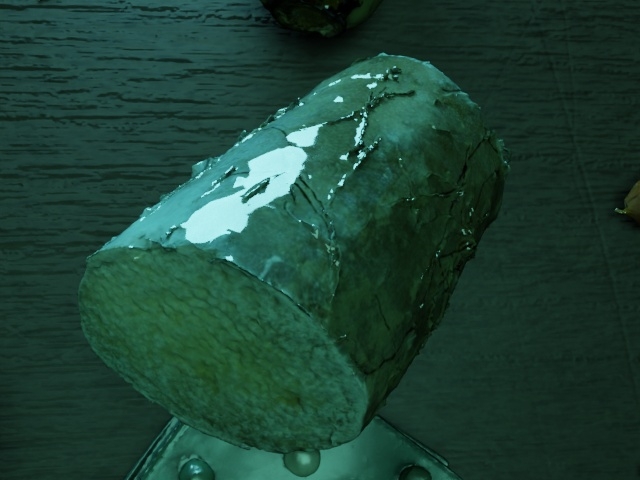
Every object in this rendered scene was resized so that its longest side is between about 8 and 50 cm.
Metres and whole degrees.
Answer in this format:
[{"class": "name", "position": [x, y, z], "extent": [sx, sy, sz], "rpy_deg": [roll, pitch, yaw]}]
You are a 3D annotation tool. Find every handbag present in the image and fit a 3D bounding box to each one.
[{"class": "handbag", "position": [-0.037, 0.254, 0.743], "extent": [0.274, 0.100, 0.268], "rpy_deg": [38, 80, -1]}]

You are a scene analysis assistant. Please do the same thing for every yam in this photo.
[{"class": "yam", "position": [0.000, 0.000, 0.674], "extent": [0.241, 0.241, 0.348], "rpy_deg": [43, 54, 0]}]

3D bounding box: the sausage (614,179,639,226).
[{"class": "sausage", "position": [0.401, -0.065, 0.854], "extent": [0.169, 0.065, 0.065], "rpy_deg": [-30, 88, -11]}]

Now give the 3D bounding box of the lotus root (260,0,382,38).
[{"class": "lotus root", "position": [0.017, -0.357, 0.797], "extent": [0.173, 0.173, 0.309], "rpy_deg": [14, 82, -5]}]
